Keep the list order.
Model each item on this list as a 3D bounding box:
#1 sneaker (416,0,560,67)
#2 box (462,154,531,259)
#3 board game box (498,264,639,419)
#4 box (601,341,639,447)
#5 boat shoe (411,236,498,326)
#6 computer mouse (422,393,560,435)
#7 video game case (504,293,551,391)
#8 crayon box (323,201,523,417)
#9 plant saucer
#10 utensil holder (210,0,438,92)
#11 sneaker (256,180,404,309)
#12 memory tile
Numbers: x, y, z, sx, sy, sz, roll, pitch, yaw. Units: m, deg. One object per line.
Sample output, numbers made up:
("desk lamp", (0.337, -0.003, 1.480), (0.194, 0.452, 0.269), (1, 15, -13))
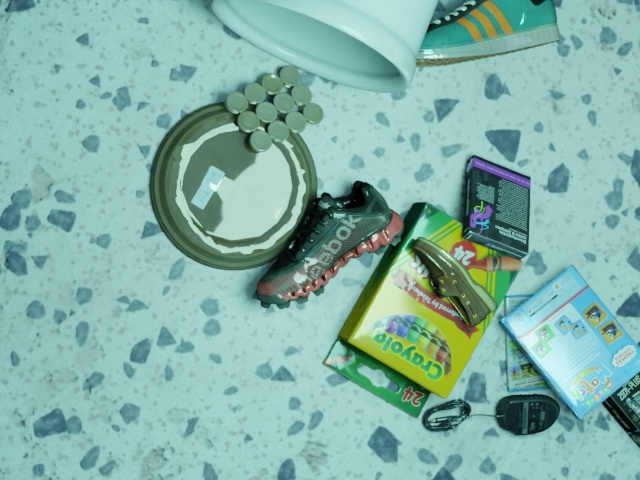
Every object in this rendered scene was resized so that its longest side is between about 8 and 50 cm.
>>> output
("sneaker", (0.256, -0.365, 1.956), (0.302, 0.108, 0.121), (-13, 93, -20))
("box", (0.296, -0.056, 1.962), (0.116, 0.029, 0.162), (20, 54, -17))
("board game box", (0.432, 0.173, 1.990), (0.160, 0.039, 0.211), (-37, 81, -8))
("box", (0.595, 0.259, 2.053), (0.180, 0.077, 0.147), (-43, 99, -9))
("boat shoe", (0.209, 0.068, 1.888), (0.178, 0.064, 0.060), (45, 80, -12))
("computer mouse", (0.293, 0.297, 2.013), (0.242, 0.041, 0.071), (0, 108, -8))
("video game case", (0.379, 0.176, 2.036), (0.119, 0.015, 0.166), (-3, 91, -13))
("crayon box", (0.172, 0.121, 1.956), (0.202, 0.081, 0.319), (30, 85, -12))
("plant saucer", (-0.137, -0.089, 1.904), (0.277, 0.041, 0.278), (0, 92, -12))
("utensil holder", (0.054, -0.469, 1.800), (0.327, 0.327, 0.386), (23, 83, -12))
("sneaker", (0.000, 0.000, 1.894), (0.276, 0.097, 0.135), (-34, 117, -12))
("memory tile", (-0.074, -0.214, 1.897), (0.148, 0.012, 0.113), (-30, 84, -27))
